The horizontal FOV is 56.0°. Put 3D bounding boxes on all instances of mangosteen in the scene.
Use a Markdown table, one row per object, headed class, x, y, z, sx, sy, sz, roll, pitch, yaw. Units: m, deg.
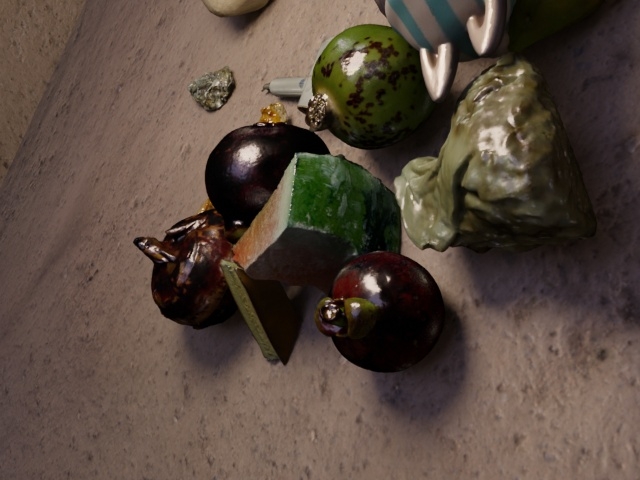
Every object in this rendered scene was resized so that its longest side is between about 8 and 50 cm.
| class | x | y | z | sx | sy | sz | roll | pitch | yaw |
| --- | --- | --- | --- | --- | --- | --- | --- | --- | --- |
| mangosteen | 0.104 | 0.122 | 1.030 | 0.216 | 0.216 | 0.216 | -16 | 65 | 39 |
| mangosteen | -0.105 | -0.098 | 1.279 | 0.275 | 0.275 | 0.302 | 8 | 103 | 45 |

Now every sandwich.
| class | x | y | z | sx | sy | sz | roll | pitch | yaw |
| --- | --- | --- | --- | --- | --- | --- | --- | --- | --- |
| sandwich | -0.118 | 0.139 | 1.283 | 0.096 | 0.258 | 0.094 | -34 | 27 | -23 |

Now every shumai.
| class | x | y | z | sx | sy | sz | roll | pitch | yaw |
| --- | --- | --- | --- | --- | --- | --- | --- | --- | --- |
| shumai | 0.234 | -0.085 | 0.910 | 0.289 | 0.292 | 0.330 | -19 | 26 | 24 |

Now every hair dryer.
| class | x | y | z | sx | sy | sz | roll | pitch | yaw |
| --- | --- | --- | --- | --- | --- | --- | --- | --- | --- |
| hair dryer | -0.049 | -0.380 | 1.442 | 0.357 | 0.108 | 0.173 | 19 | 87 | 51 |

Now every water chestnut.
| class | x | y | z | sx | sy | sz | roll | pitch | yaw |
| --- | --- | --- | --- | --- | --- | --- | --- | --- | --- |
| water chestnut | -0.293 | 0.059 | 1.387 | 0.300 | 0.300 | 0.300 | -16 | 65 | 39 |

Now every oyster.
| class | x | y | z | sx | sy | sz | roll | pitch | yaw |
| --- | --- | --- | --- | --- | --- | --- | --- | --- | --- |
| oyster | -0.315 | -0.437 | 1.728 | 0.177 | 0.064 | 0.124 | -24 | 56 | 34 |

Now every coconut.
| class | x | y | z | sx | sy | sz | roll | pitch | yaw |
| --- | --- | --- | --- | --- | --- | --- | --- | --- | --- |
| coconut | -0.238 | -0.731 | 1.638 | 0.237 | 0.237 | 0.265 | 17 | 82 | 45 |

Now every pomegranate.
| class | x | y | z | sx | sy | sz | roll | pitch | yaw |
| --- | --- | --- | --- | --- | --- | --- | --- | --- | --- |
| pomegranate | 0.089 | -0.284 | 1.148 | 0.271 | 0.254 | 0.254 | -30 | 41 | -23 |

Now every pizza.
| class | x | y | z | sx | sy | sz | roll | pitch | yaw |
| --- | --- | --- | --- | --- | --- | --- | --- | --- | --- |
| pizza | -0.199 | -0.179 | 1.469 | 0.365 | 0.074 | 0.182 | -54 | 3 | 16 |

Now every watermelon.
| class | x | y | z | sx | sy | sz | roll | pitch | yaw |
| --- | --- | --- | --- | --- | --- | --- | --- | --- | --- |
| watermelon | 0.007 | 0.005 | 1.154 | 0.302 | 0.264 | 0.151 | -50 | 36 | 28 |

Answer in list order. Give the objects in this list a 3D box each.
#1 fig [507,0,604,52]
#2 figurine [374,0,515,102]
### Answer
| class | x | y | z | sx | sy | sz | roll | pitch | yaw |
| --- | --- | --- | --- | --- | --- | --- | --- | --- | --- |
| fig | 0.386 | -0.432 | 0.996 | 0.233 | 0.167 | 0.167 | -36 | 54 | 21 |
| figurine | 0.184 | -0.370 | 0.973 | 0.266 | 0.361 | 0.377 | 7 | 70 | 19 |
